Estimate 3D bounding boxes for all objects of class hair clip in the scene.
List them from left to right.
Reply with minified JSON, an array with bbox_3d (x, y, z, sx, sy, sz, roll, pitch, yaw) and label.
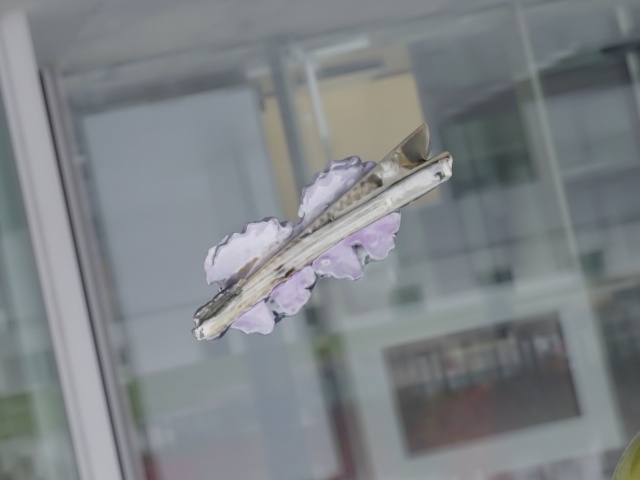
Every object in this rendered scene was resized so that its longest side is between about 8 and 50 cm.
[{"bbox_3d":[0.000,0.000,1.770,0.292,0.106,0.084,-36,-153,-14],"label":"hair clip"}]

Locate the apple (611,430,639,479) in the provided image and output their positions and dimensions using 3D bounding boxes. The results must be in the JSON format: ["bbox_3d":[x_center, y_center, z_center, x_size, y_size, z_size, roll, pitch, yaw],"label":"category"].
[{"bbox_3d":[0.316,0.222,1.565,0.200,0.200,0.200,-12,175,-1],"label":"apple"}]
